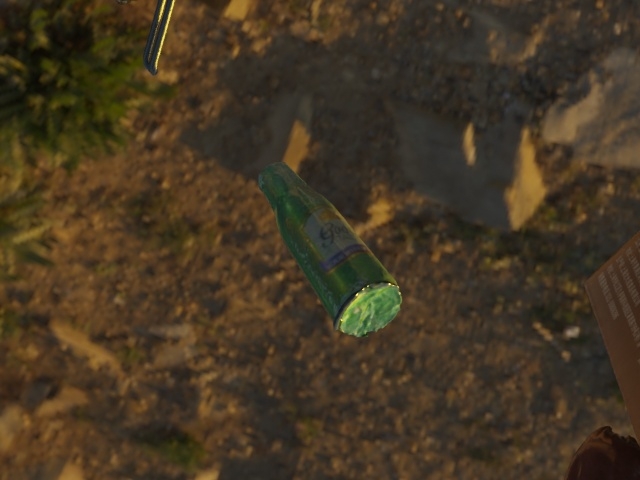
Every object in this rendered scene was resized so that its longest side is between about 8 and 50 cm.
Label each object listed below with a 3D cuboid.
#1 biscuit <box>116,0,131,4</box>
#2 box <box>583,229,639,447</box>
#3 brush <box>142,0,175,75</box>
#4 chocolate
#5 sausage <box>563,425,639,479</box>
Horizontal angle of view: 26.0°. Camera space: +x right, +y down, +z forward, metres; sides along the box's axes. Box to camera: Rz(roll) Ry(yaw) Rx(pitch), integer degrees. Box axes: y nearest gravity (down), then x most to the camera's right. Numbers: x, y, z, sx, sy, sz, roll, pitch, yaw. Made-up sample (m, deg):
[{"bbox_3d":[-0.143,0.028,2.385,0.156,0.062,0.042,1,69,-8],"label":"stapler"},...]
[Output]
[{"bbox_3d":[-0.058,-0.231,0.771,0.025,0.131,0.231,51,148,21],"label":"biscuit"},{"bbox_3d":[0.383,0.170,1.047,0.344,0.385,0.122,41,107,-11],"label":"box"},{"bbox_3d":[-0.126,-0.274,1.239,0.027,0.062,0.266,5,112,-34],"label":"brush"},{"bbox_3d":[0.000,0.000,1.937,0.110,0.291,0.110,-22,142,-18],"label":"chocolate"},{"bbox_3d":[0.175,0.339,0.975,0.088,0.433,0.088,13,163,4],"label":"sausage"}]
